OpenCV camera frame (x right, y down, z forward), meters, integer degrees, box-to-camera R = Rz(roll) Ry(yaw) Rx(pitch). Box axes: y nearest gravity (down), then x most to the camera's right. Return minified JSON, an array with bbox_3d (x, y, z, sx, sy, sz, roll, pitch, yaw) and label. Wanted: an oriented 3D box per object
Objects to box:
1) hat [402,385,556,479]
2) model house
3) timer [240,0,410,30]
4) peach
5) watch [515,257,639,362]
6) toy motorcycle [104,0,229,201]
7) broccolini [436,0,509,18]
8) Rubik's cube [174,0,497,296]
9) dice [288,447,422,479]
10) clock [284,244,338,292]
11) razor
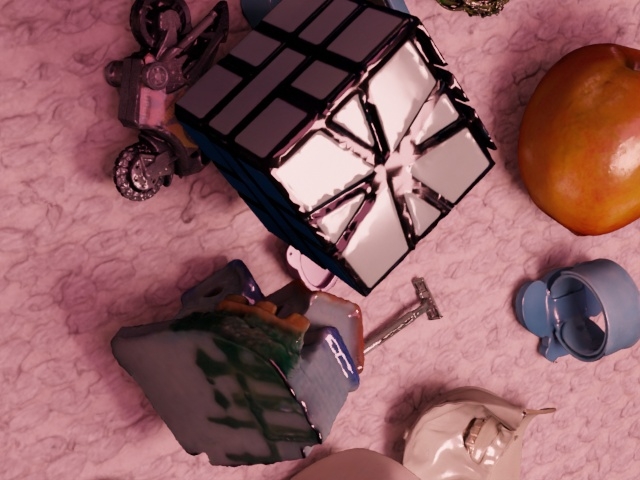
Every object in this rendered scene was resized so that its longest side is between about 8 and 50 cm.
[{"bbox_3d":[0.279,0.343,2.119,0.301,0.168,0.257,-6,127,-54],"label":"hat"},{"bbox_3d":[-0.070,0.137,1.783,0.329,0.295,0.251,-47,115,-46],"label":"model house"},{"bbox_3d":[0.029,-0.347,1.860,0.250,0.091,0.232,-41,116,-22],"label":"timer"},{"bbox_3d":[0.478,-0.163,2.058,0.308,0.308,0.332,7,111,-32],"label":"peach"},{"bbox_3d":[0.479,0.130,2.156,0.211,0.193,0.211,-5,100,-29],"label":"watch"},{"bbox_3d":[-0.211,-0.204,1.735,0.173,0.108,0.307,6,95,-41],"label":"toy motorcycle"},{"bbox_3d":[0.160,-0.396,1.898,0.392,0.074,0.078,-8,88,-43],"label":"broccolini"},{"bbox_3d":[0.020,-0.148,1.667,0.293,0.283,0.288,-45,127,-12],"label":"Rubik's cube"},{"bbox_3d":[0.066,0.537,1.934,0.304,0.277,0.304,-45,120,-20],"label":"dice"},{"bbox_3d":[0.000,0.000,1.925,0.110,0.050,0.152,41,77,-30],"label":"clock"},{"bbox_3d":[0.112,0.154,2.030,0.211,0.036,0.084,-37,113,-21],"label":"razor"}]
